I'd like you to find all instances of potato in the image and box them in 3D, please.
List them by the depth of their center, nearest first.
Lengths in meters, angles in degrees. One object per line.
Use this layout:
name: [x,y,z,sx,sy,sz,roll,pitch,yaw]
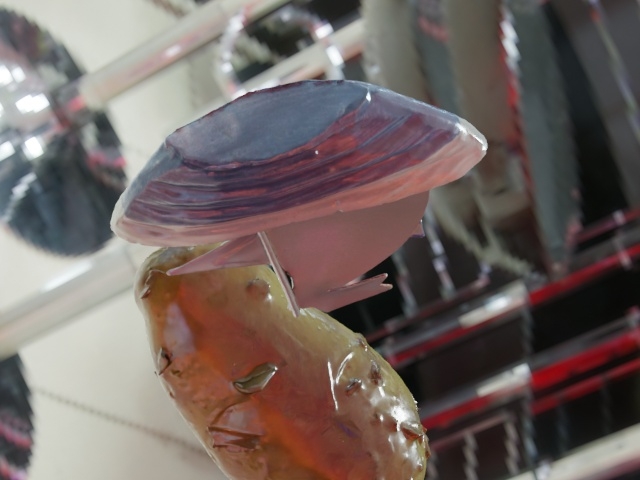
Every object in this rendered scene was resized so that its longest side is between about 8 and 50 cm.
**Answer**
potato: [-0.024,0.086,1.130,0.225,0.090,0.117,46,63,-17]

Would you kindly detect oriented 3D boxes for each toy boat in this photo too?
toy boat: [0.007,-0.006,0.576,0.149,0.105,0.034,34,39,-53]
